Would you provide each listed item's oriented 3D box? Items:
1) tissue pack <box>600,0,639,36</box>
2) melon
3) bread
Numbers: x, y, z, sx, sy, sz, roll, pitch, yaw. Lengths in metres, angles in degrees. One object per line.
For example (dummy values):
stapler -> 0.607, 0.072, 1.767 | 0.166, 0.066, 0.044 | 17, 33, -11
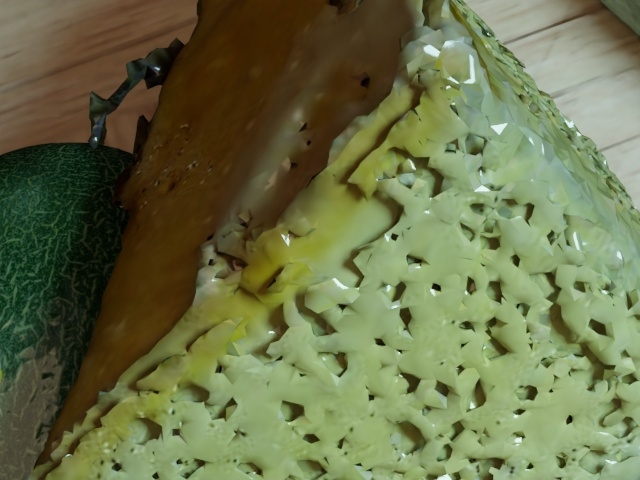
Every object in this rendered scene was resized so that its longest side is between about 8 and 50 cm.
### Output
tissue pack -> 0.320, -0.200, 0.864 | 0.325, 0.071, 0.170 | -39, 72, -11
melon -> -0.126, 0.073, 0.721 | 0.182, 0.182, 0.288 | 7, 69, 4
bread -> 0.000, 0.000, 0.705 | 0.248, 0.315, 0.279 | 40, 94, -26
